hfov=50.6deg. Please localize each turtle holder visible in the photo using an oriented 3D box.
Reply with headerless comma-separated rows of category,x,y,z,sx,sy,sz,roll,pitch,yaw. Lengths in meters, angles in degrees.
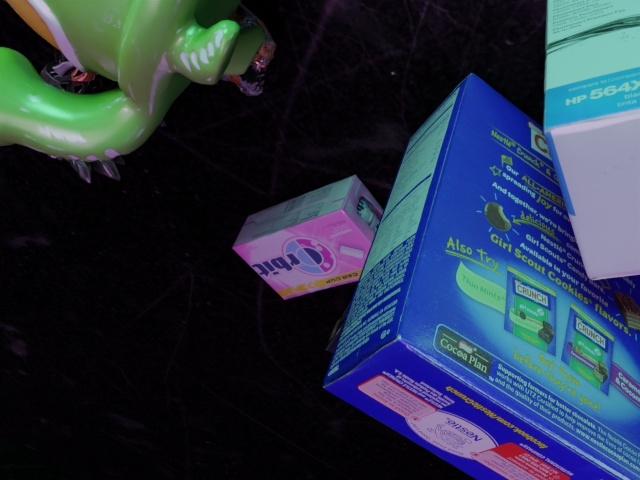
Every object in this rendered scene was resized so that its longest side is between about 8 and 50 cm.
turtle holder,-0.138,-0.220,0.491,0.228,0.243,0.320,30,127,-9

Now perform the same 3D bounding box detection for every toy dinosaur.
toy dinosaur,-0.210,-0.202,0.668,0.322,0.164,0.218,31,127,17

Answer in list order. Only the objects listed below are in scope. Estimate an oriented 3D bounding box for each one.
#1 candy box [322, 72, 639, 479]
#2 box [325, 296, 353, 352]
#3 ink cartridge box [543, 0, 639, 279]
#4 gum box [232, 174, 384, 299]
candy box,0.177,0.046,0.605,0.268,0.317,0.122,33,140,-12
box,0.138,0.134,0.925,0.220,0.051,0.175,24,140,-4
ink cartridge box,0.229,-0.095,0.515,0.086,0.203,0.148,-10,131,29
gum box,0.000,0.000,0.827,0.189,0.062,0.107,-18,127,37
